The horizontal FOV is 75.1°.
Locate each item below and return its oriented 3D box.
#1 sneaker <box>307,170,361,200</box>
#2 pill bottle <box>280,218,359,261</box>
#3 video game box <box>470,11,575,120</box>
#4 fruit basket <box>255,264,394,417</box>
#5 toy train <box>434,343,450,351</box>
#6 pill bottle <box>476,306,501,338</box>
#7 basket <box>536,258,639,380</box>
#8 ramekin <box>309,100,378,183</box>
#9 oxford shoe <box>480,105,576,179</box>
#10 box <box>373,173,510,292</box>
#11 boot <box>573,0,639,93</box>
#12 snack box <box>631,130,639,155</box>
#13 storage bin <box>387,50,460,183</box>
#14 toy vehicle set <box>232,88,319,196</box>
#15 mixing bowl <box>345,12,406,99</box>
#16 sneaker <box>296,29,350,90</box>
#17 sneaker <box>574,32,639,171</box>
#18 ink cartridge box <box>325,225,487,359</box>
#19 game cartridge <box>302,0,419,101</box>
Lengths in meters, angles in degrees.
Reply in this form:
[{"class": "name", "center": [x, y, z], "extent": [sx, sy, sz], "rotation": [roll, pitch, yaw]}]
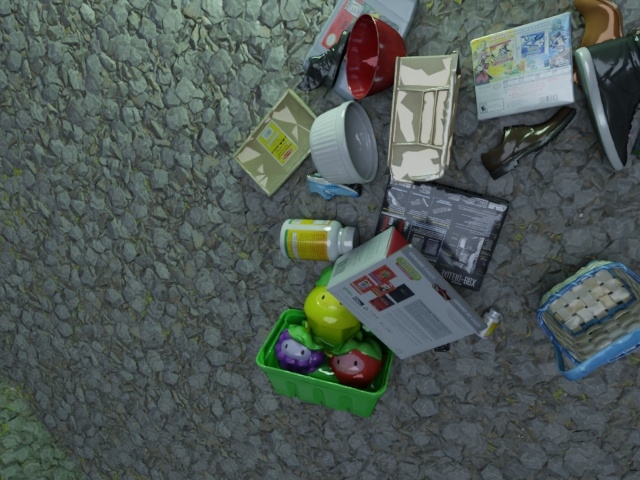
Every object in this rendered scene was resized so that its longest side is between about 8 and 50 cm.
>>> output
[{"class": "sneaker", "center": [0.040, -0.146, 1.178], "extent": [0.162, 0.063, 0.073], "rotation": [17, 125, 18]}, {"class": "pill bottle", "center": [0.000, 0.000, 1.186], "extent": [0.208, 0.117, 0.117], "rotation": [2, 104, 17]}, {"class": "video game box", "center": [0.461, -0.389, 0.955], "extent": [0.205, 0.048, 0.187], "rotation": [-2, 105, 34]}, {"class": "fruit basket", "center": [0.029, 0.274, 1.182], "extent": [0.392, 0.283, 0.392], "rotation": [10, 124, 15]}, {"class": "toy train", "center": [0.296, 0.307, 1.214], "extent": [0.158, 0.027, 0.036], "rotation": [-1, 113, 18]}, {"class": "pill bottle", "center": [0.456, 0.223, 1.130], "extent": [0.043, 0.043, 0.083], "rotation": [27, 110, 10]}, {"class": "basket", "center": [0.630, 0.171, 0.928], "extent": [0.255, 0.289, 0.201], "rotation": [-44, 82, 25]}, {"class": "ramekin", "center": [0.059, -0.240, 1.066], "extent": [0.109, 0.207, 0.207], "rotation": [-8, 100, 29]}, {"class": "oxford shoe", "center": [0.487, -0.248, 0.987], "extent": [0.227, 0.083, 0.096], "rotation": [-37, 86, 21]}, {"class": "box", "center": [0.305, -0.026, 1.102], "extent": [0.307, 0.076, 0.242], "rotation": [16, 108, 14]}, {"class": "boot", "center": [0.591, -0.428, 0.915], "extent": [0.197, 0.073, 0.152], "rotation": [44, 116, 6]}, {"class": "snack box", "center": [0.805, -0.267, 0.884], "extent": [0.174, 0.070, 0.207], "rotation": [14, 109, 14]}, {"class": "storage bin", "center": [0.244, -0.271, 0.962], "extent": [0.123, 0.262, 0.260], "rotation": [7, 105, 17]}, {"class": "toy vehicle set", "center": [-0.115, -0.276, 1.199], "extent": [0.166, 0.035, 0.267], "rotation": [47, 112, 2]}, {"class": "mixing bowl", "center": [0.137, -0.425, 0.974], "extent": [0.098, 0.181, 0.181], "rotation": [-5, 104, -19]}, {"class": "sneaker", "center": [0.008, -0.454, 1.053], "extent": [0.089, 0.051, 0.170], "rotation": [23, 113, 6]}, {"class": "sneaker", "center": [0.655, -0.291, 0.877], "extent": [0.147, 0.104, 0.295], "rotation": [-18, 114, 27]}, {"class": "ink cartridge box", "center": [0.223, 0.131, 1.060], "extent": [0.272, 0.130, 0.309], "rotation": [-32, 111, 36]}, {"class": "game cartridge", "center": [0.106, -0.516, 1.062], "extent": [0.196, 0.060, 0.294], "rotation": [36, 111, 3]}]
